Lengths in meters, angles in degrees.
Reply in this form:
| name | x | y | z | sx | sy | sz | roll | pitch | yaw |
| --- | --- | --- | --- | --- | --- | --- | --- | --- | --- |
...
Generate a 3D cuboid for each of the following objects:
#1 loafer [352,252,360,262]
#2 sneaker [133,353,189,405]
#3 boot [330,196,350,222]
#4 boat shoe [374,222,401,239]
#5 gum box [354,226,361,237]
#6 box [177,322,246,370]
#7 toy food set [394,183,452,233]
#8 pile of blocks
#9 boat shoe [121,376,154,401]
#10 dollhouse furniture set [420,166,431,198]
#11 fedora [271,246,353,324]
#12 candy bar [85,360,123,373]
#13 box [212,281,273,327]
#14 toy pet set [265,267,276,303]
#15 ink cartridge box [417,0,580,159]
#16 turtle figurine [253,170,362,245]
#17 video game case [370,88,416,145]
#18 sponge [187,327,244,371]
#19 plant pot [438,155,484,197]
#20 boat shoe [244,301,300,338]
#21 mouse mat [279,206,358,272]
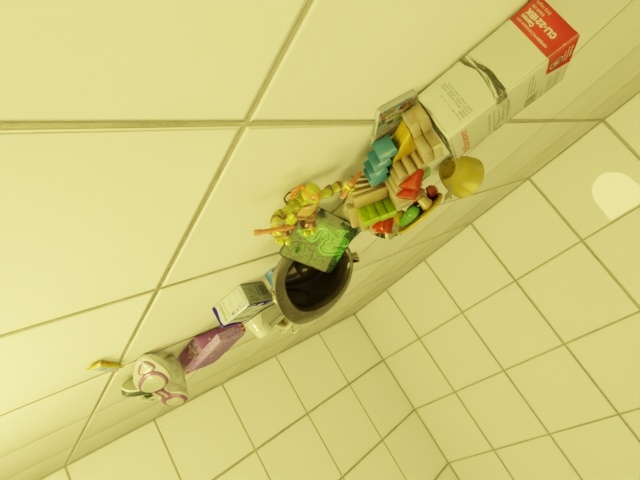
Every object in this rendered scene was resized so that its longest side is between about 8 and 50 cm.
| name | x | y | z | sx | sy | sz | roll | pitch | yaw |
| --- | --- | --- | --- | --- | --- | --- | --- | --- | --- |
| loafer | 0.117 | 0.081 | 1.694 | 0.125 | 0.039 | 0.045 | -16 | 158 | -46 |
| sneaker | -0.541 | 0.444 | 1.405 | 0.114 | 0.152 | 0.305 | -16 | 139 | -6 |
| boot | 0.119 | -0.085 | 1.141 | 0.213 | 0.077 | 0.165 | -1 | 145 | -49 |
| boat shoe | 0.255 | -0.053 | 1.543 | 0.079 | 0.084 | 0.233 | 2 | -170 | 29 |
| gum box | 0.025 | 0.020 | 1.337 | 0.156 | 0.041 | 0.184 | -15 | 155 | -47 |
| box | -0.434 | 0.420 | 1.602 | 0.200 | 0.057 | 0.293 | -15 | 156 | -45 |
| toy food set | 0.290 | -0.111 | 1.242 | 0.218 | 0.071 | 0.128 | -41 | -171 | 39 |
| pile of blocks | 0.151 | -0.116 | 0.919 | 0.148 | 0.113 | 0.362 | -7 | 145 | -20 |
| boat shoe | -0.618 | 0.525 | 1.483 | 0.254 | 0.095 | 0.079 | 30 | 81 | -79 |
| dollhouse furniture set | 0.325 | -0.166 | 1.331 | 0.076 | 0.059 | 0.152 | -33 | 164 | -3 |
| fedora | -0.041 | 0.089 | 1.167 | 0.275 | 0.244 | 0.124 | -39 | -148 | -23 |
| candy bar | -0.601 | 0.354 | 1.166 | 0.040 | 0.018 | 0.161 | -29 | 163 | -12 |
| box | -0.241 | 0.198 | 1.295 | 0.137 | 0.072 | 0.126 | -39 | 162 | 23 |
| toy pet set | -0.109 | 0.135 | 1.288 | 0.122 | 0.114 | 0.065 | -34 | 173 | 1 |
| ink cartridge box | 0.351 | -0.311 | 0.851 | 0.272 | 0.114 | 0.197 | -39 | 164 | 16 |
| turtle figurine | -0.046 | -0.062 | 0.875 | 0.269 | 0.087 | 0.217 | -35 | 171 | -25 |
| video game case | 0.144 | -0.244 | 0.842 | 0.087 | 0.011 | 0.122 | -30 | 164 | -9 |
| sponge | -0.370 | 0.386 | 1.472 | 0.210 | 0.031 | 0.117 | -44 | 159 | 27 |
| plant pot | 0.431 | -0.211 | 1.316 | 0.095 | 0.134 | 0.134 | 13 | 139 | -32 |
| boat shoe | -0.138 | 0.276 | 1.527 | 0.135 | 0.157 | 0.367 | -39 | 171 | 19 |
| mouse mat | 0.000 | 0.000 | 1.063 | 0.189 | 0.007 | 0.153 | 23 | 103 | -41 |
